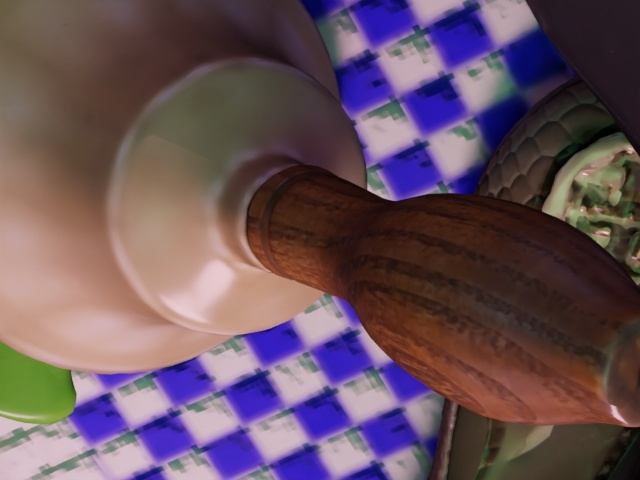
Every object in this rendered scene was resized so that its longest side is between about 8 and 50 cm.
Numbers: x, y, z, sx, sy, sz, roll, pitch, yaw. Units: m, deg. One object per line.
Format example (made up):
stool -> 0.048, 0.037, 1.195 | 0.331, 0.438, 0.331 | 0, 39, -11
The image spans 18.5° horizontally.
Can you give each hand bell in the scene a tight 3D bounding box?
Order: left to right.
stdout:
hand bell -> 0.000, 0.000, 0.429 | 0.126, 0.242, 0.126 | -6, 105, -25

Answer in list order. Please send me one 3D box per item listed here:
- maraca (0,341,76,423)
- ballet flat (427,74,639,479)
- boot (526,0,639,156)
maraca -> -0.144, 0.014, 0.540 | 0.186, 0.099, 0.127 | -13, 106, -19
ballet flat -> 0.064, 0.067, 0.585 | 0.084, 0.058, 0.250 | 13, 117, -7
boot -> 0.214, -0.124, 0.433 | 0.367, 0.146, 0.445 | -37, 113, 16
